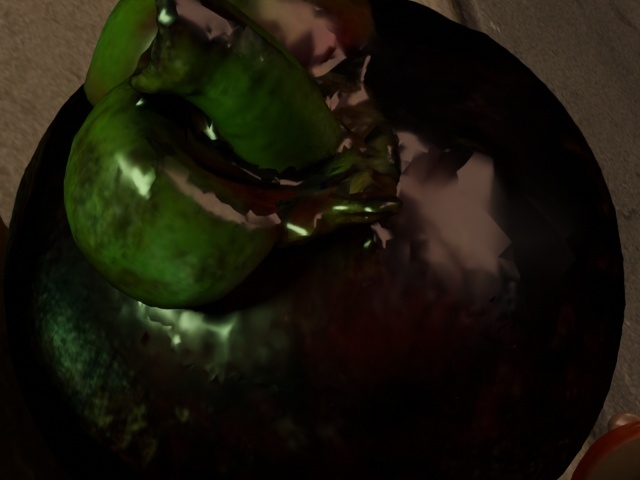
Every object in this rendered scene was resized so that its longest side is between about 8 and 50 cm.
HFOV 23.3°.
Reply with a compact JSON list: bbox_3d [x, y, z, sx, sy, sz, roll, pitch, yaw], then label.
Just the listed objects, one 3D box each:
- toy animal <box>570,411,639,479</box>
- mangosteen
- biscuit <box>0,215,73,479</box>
[{"bbox_3d":[0.253,0.226,1.141,0.171,0.171,0.198,46,32,-8],"label":"toy animal"},{"bbox_3d":[0.000,0.000,0.743,0.306,0.359,0.306,3,49,-3],"label":"mangosteen"},{"bbox_3d":[-0.163,0.109,0.783,0.202,0.047,0.334,8,50,-54],"label":"biscuit"}]
